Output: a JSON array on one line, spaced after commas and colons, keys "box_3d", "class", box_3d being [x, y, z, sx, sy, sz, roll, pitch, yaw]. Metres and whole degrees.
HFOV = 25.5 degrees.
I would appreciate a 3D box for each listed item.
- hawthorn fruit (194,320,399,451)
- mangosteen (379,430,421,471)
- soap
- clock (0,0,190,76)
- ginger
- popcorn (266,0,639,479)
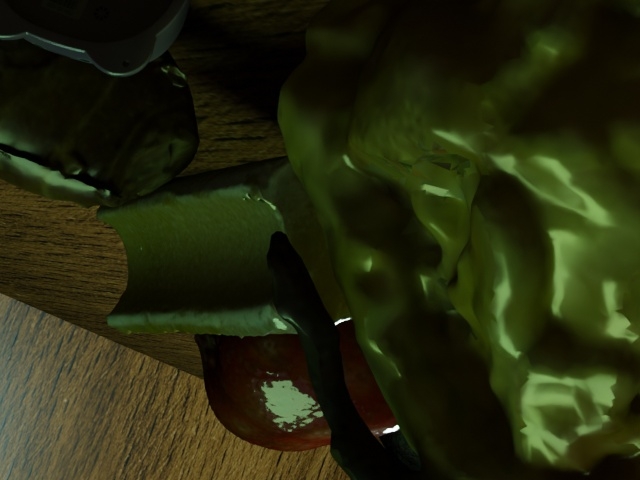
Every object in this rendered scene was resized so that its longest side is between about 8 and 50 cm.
[{"box_3d": [-0.001, 0.119, 1.677, 0.311, 0.295, 0.295, 12, 166, 22], "class": "hawthorn fruit"}, {"box_3d": [0.212, 0.202, 1.836, 0.275, 0.275, 0.302, 19, 134, -3], "class": "mangosteen"}, {"box_3d": [0.000, 0.000, 1.210, 0.293, 0.156, 0.335, -6, -179, -29], "class": "soap"}, {"box_3d": [-0.174, -0.174, 1.031, 0.152, 0.110, 0.050, 18, 164, 3], "class": "clock"}, {"box_3d": [-0.297, -0.154, 1.158, 0.418, 0.176, 0.254, 20, 178, -7], "class": "ginger"}, {"box_3d": [0.122, -0.015, 0.795, 0.349, 0.382, 0.349, 29, 158, 13], "class": "popcorn"}]
